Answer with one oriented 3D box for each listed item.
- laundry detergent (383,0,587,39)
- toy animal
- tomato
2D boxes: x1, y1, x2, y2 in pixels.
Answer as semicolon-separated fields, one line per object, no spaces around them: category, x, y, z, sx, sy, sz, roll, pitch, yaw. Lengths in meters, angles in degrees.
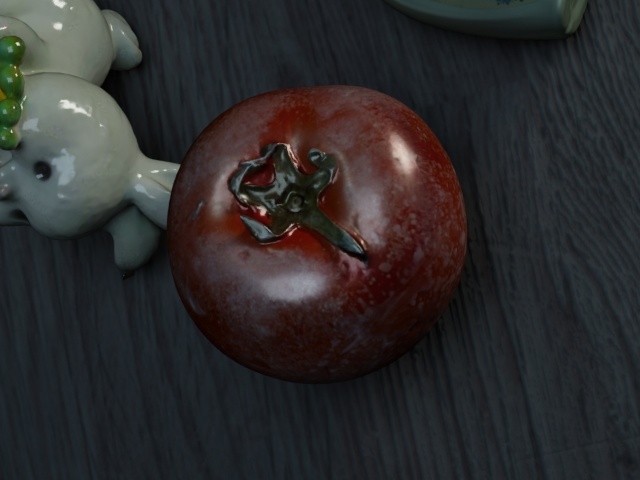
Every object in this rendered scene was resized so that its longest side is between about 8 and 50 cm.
laundry detergent;0.119;-0.302;1.773;0.281;0.105;0.214;16;90;22
toy animal;-0.249;-0.108;1.826;0.183;0.247;0.310;-48;55;27
tomato;0.000;0.000;1.718;0.270;0.227;0.270;-5;67;13
